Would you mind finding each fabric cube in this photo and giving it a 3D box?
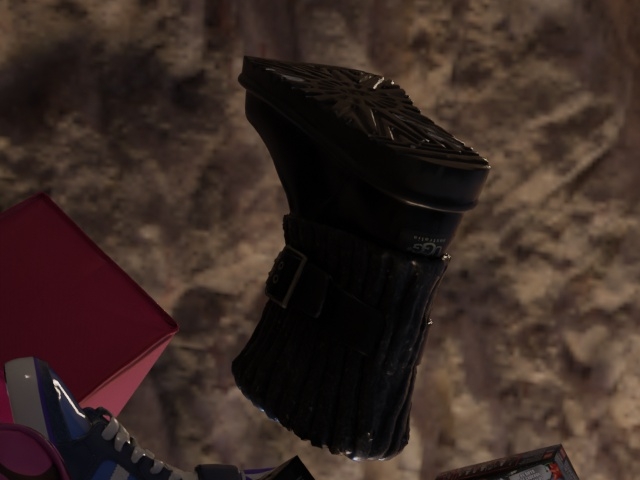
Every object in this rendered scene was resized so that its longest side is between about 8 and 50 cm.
[{"bbox_3d":[-0.379,0.148,1.803,0.254,0.259,0.258,-36,-12,-51],"label":"fabric cube"}]

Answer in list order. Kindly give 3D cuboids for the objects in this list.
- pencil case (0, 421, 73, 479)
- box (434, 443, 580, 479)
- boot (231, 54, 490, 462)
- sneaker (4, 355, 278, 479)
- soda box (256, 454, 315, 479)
[{"bbox_3d":[-0.233,0.176,0.905,0.098,0.209,0.095,-3,-113,-36],"label":"pencil case"},{"bbox_3d":[0.184,0.249,1.380,0.094,0.137,0.027,62,-146,-14],"label":"box"},{"bbox_3d":[-0.003,0.000,1.231,0.348,0.131,0.260,-131,52,-58],"label":"boot"},{"bbox_3d":[-0.149,0.228,1.422,0.130,0.236,0.322,-161,51,-76],"label":"sneaker"},{"bbox_3d":[-0.055,0.229,1.103,0.060,0.053,0.169,54,-148,0],"label":"soda box"}]
